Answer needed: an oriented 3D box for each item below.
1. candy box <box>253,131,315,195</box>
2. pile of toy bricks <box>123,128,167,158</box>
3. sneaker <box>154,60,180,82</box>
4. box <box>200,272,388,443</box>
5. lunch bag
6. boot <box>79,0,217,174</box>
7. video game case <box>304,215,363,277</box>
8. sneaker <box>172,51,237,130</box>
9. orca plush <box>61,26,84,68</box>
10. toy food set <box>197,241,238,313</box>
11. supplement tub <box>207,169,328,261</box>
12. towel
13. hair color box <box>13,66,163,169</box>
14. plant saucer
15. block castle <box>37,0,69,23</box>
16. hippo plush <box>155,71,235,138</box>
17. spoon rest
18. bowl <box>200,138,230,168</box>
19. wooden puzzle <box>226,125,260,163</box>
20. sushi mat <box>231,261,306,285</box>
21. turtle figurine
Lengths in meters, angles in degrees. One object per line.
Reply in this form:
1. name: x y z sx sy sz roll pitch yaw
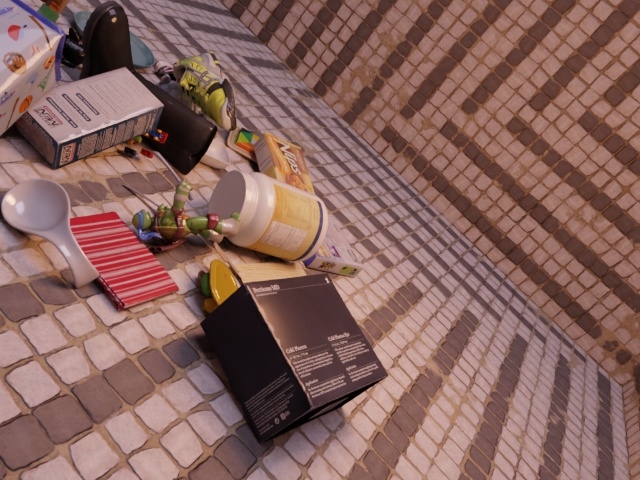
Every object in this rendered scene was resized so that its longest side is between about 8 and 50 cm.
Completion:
1. candy box: -0.132 -0.244 2.263 0.183 0.087 0.316 18 42 -40
2. pile of toy bricks: -0.572 -0.319 1.823 0.212 0.118 0.105 24 -4 -3
3. sneaker: -0.579 -0.657 2.406 0.178 0.072 0.077 -9 66 -50
4. box: -0.055 0.262 1.442 0.343 0.179 0.312 -1 56 -56
5. lunch bag: -0.835 -0.440 1.344 0.385 0.239 0.327 35 54 -9
6. boot: -0.508 -0.449 1.827 0.445 0.367 0.146 42 55 0
7. video game case: 0.000 0.000 2.136 0.244 0.061 0.269 16 34 -45
8. sneaker: -0.368 -0.466 1.940 0.147 0.145 0.384 -15 46 -17
9. orca plush: -0.839 -0.671 1.992 0.287 0.102 0.151 36 25 -9
10. toy food set: -0.270 0.123 1.553 0.128 0.071 0.218 54 16 -36
11. supplement tub: -0.158 -0.074 1.833 0.316 0.228 0.228 19 32 -39
12. towel: -0.479 0.040 1.419 0.275 0.031 0.199 47 25 12
13. hair color box: -0.618 -0.338 1.629 0.174 0.105 0.347 44 44 9
14. plant saucer: -0.781 -0.748 2.278 0.318 0.043 0.317 33 25 -18
15. block castle: -0.872 -0.701 1.690 0.303 0.213 0.453 37 42 -30
16. hippo plush: -0.460 -0.511 2.115 0.237 0.234 0.294 7 42 -52
17. spoon rest: -0.577 -0.028 1.300 0.137 0.084 0.276 -35 76 -27
18. bowl: -0.389 -0.307 2.096 0.142 0.053 0.142 20 32 -36
19. wooden puzzle: -0.258 -0.373 2.406 0.239 0.044 0.221 33 25 -18
20. sushi mat: -0.126 0.124 1.802 0.317 0.019 0.151 1 45 -54
21. turtle figurine: -0.362 -0.096 1.606 0.266 0.198 0.274 15 37 -34
